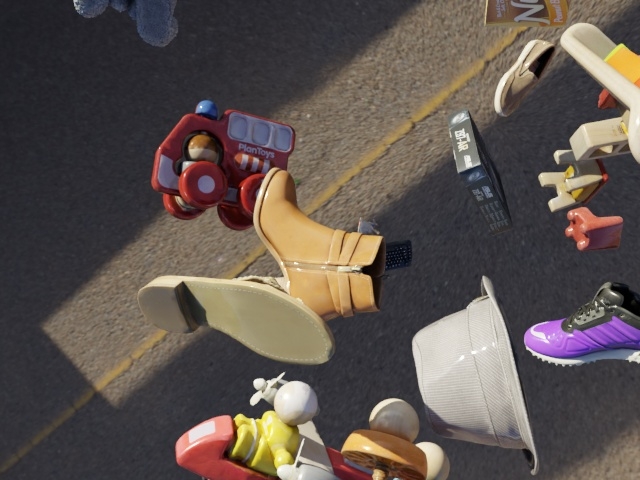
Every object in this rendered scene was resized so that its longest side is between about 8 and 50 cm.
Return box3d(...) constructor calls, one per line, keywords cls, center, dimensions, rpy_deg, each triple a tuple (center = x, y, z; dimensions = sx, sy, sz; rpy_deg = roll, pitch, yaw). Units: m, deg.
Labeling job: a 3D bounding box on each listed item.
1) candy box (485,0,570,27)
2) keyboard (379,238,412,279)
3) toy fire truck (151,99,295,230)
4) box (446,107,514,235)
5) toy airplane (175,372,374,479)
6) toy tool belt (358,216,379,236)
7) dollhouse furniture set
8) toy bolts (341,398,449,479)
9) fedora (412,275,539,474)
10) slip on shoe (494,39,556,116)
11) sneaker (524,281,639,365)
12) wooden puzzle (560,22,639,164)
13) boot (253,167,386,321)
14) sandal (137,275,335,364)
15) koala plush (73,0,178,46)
box3d(cls="candy box", center=(0.459, -0.601, 1.430), dimensions=(0.183, 0.316, 0.087), rpy_deg=(6, 66, 13))
box3d(cls="keyboard", center=(0.132, 0.061, 1.566), dimensions=(0.192, 0.038, 0.100), rpy_deg=(-10, 112, -14))
box3d(cls="toy fire truck", center=(-0.209, -0.169, 1.457), dimensions=(0.302, 0.169, 0.253), rpy_deg=(12, 76, -24))
box3d(cls="box", center=(0.128, -0.054, 0.530), dimensions=(0.018, 0.067, 0.083), rpy_deg=(-20, 135, 21))
box3d(cls="toy airplane", center=(-0.039, 0.415, 1.330), dimensions=(0.386, 0.384, 0.272), rpy_deg=(18, 105, 31))
box3d(cls="toy tool belt", center=(0.120, -0.029, 1.636), dimensions=(0.051, 0.083, 0.052), rpy_deg=(11, 102, 0))
box3d(cls="dollhouse furniture set", center=(0.495, -0.105, 1.017), dimensions=(0.152, 0.374, 0.201), rpy_deg=(-10, 69, -5))
box3d(cls="toy bolts", center=(0.137, 0.307, 0.806), dimensions=(0.219, 0.228, 0.158), rpy_deg=(13, 60, 18))
box3d(cls="fedora", center=(0.191, 0.174, 0.846), dimensions=(0.124, 0.275, 0.243), rpy_deg=(-14, 96, 15))
box3d(cls="slip on shoe", center=(0.327, -0.258, 1.058), dimensions=(0.051, 0.041, 0.135), rpy_deg=(36, 86, -36))
box3d(cls="sneaker", center=(0.513, 0.143, 1.209), dimensions=(0.294, 0.102, 0.146), rpy_deg=(-6, 114, 34))
box3d(cls="wooden puzzle", center=(0.271, -0.058, 0.456), dimensions=(0.221, 0.238, 0.044), rpy_deg=(37, 120, -11))
box3d(cls="boot", center=(0.000, 0.000, 1.138), dimensions=(0.220, 0.109, 0.283), rpy_deg=(-6, 70, 25))
box3d(cls="sandal", center=(-0.078, 0.061, 0.701), dimensions=(0.240, 0.079, 0.088), rpy_deg=(6, 120, 28))
box3d(cls="koala plush", center=(-0.327, -0.510, 1.258), dimensions=(0.196, 0.221, 0.203), rpy_deg=(23, 116, -10))
